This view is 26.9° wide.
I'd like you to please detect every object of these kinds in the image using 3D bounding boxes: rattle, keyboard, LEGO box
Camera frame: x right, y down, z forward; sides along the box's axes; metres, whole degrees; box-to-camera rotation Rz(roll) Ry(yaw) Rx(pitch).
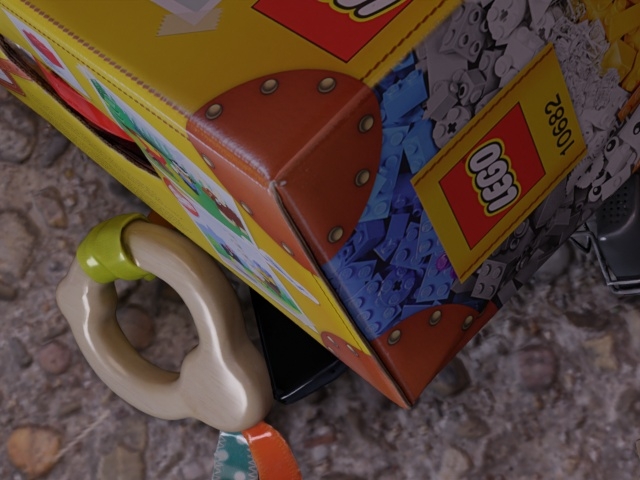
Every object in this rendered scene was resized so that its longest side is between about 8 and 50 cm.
[{"bbox_3d":[-0.058,0.062,0.836,0.199,0.143,0.130,42,111,7],"label":"rattle"},{"bbox_3d":[0.000,0.000,0.792,0.100,0.038,0.192,-36,49,27],"label":"keyboard"},{"bbox_3d":[-0.013,-0.203,0.773,0.372,0.193,0.500,-45,49,-12],"label":"LEGO box"}]

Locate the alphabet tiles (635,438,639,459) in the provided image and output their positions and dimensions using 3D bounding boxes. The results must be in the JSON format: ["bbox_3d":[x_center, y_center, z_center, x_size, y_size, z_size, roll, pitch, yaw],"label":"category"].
[{"bbox_3d":[0.296,0.252,0.711,0.285,0.011,0.343,-12,66,3],"label":"alphabet tiles"}]

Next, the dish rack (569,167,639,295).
[{"bbox_3d":[0.085,-0.068,0.834,0.271,0.074,0.208,-6,65,27],"label":"dish rack"}]
